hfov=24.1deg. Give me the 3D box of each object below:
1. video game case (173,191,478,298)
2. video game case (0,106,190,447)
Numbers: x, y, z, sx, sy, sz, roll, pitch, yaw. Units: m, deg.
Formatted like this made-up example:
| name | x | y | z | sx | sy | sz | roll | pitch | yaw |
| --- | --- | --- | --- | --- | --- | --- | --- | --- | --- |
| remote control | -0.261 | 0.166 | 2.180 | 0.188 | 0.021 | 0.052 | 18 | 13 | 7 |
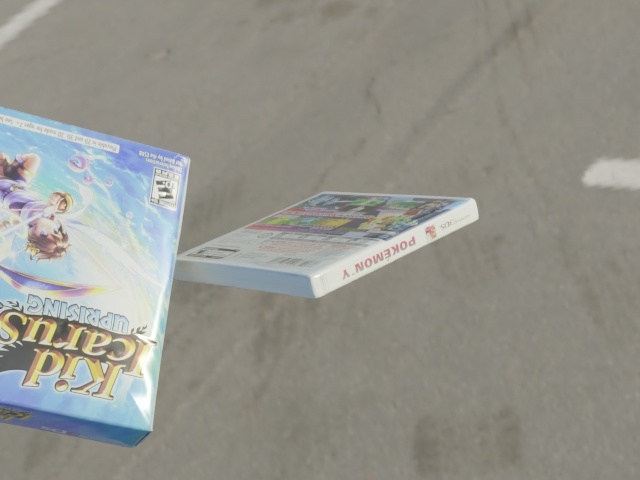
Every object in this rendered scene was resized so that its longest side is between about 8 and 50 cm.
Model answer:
| name | x | y | z | sx | sy | sz | roll | pitch | yaw |
| --- | --- | --- | --- | --- | --- | --- | --- | --- | --- |
| video game case | 0.000 | 0.000 | 1.255 | 0.183 | 0.023 | 0.201 | -25 | 18 | -35 |
| video game case | -0.250 | 0.018 | 1.188 | 0.061 | 0.269 | 0.244 | 139 | 141 | -60 |
